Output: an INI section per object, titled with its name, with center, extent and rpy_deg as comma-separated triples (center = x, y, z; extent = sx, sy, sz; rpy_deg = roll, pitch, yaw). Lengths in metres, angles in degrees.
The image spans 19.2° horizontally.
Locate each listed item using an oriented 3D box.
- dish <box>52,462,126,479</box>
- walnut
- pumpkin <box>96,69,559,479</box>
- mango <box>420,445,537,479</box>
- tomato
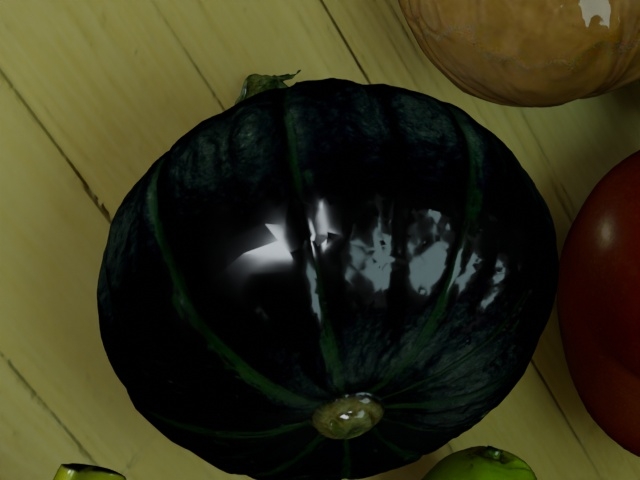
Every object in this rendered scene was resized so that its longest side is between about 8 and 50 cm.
[dish]
center = -0.169, 0.238, 0.967
extent = 0.221, 0.108, 0.262
rpy_deg = -36, 125, -37
[walnut]
center = 0.138, -0.191, 1.144
extent = 0.195, 0.195, 0.222
rpy_deg = -15, 114, -45
[pumpkin]
center = 0.000, 0.000, 1.035
extent = 0.248, 0.248, 0.248
rpy_deg = -13, 109, -45
[mango]
center = 0.077, 0.245, 1.236
extent = 0.125, 0.111, 0.233
rpy_deg = 25, 81, -43
[tomato]
center = 0.308, 0.047, 1.335
extent = 0.298, 0.298, 0.226
rpy_deg = 48, 48, -42
